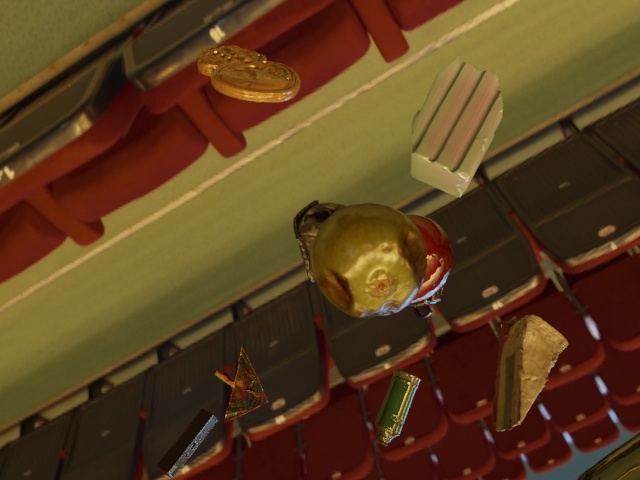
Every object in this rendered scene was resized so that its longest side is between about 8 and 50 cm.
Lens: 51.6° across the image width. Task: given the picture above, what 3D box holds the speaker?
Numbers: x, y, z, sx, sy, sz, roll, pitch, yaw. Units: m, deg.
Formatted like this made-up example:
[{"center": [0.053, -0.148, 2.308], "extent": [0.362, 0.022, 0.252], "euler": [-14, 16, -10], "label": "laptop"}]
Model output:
[{"center": [-0.358, 0.547, 1.788], "extent": [0.191, 0.046, 0.040], "euler": [-51, 145, -29], "label": "speaker"}]

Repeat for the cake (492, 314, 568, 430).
[{"center": [0.357, 0.227, 1.214], "extent": [0.220, 0.117, 0.086], "euler": [-43, 177, -27], "label": "cake"}]

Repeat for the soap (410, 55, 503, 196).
[{"center": [0.254, -0.215, 1.242], "extent": [0.231, 0.145, 0.091], "euler": [-59, 167, -19], "label": "soap"}]

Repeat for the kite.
[{"center": [-0.188, 0.345, 1.549], "extent": [0.010, 0.159, 0.190], "euler": [3, 102, -60], "label": "kite"}]

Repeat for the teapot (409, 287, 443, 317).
[{"center": [0.291, 0.125, 1.796], "extent": [0.087, 0.096, 0.177], "euler": [0, 98, -50], "label": "teapot"}]

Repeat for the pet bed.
[{"center": [0.000, 0.000, 1.993], "extent": [0.159, 0.183, 0.211], "euler": [3, 133, 22], "label": "pet bed"}]

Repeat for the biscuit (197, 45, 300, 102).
[{"center": [-0.167, -0.384, 1.495], "extent": [0.202, 0.289, 0.044], "euler": [-15, 133, -30], "label": "biscuit"}]

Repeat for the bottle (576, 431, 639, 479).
[{"center": [0.283, 0.222, 0.499], "extent": [0.346, 0.168, 0.168], "euler": [-26, 139, -4], "label": "bottle"}]

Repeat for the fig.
[{"center": [0.091, 0.025, 1.358], "extent": [0.239, 0.271, 0.240], "euler": [-8, 119, -14], "label": "fig"}]

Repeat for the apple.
[{"center": [0.208, 0.045, 1.609], "extent": [0.201, 0.218, 0.218], "euler": [-3, 137, -28], "label": "apple"}]

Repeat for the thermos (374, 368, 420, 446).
[{"center": [0.185, 0.426, 1.685], "extent": [0.083, 0.188, 0.073], "euler": [15, 162, 28], "label": "thermos"}]
